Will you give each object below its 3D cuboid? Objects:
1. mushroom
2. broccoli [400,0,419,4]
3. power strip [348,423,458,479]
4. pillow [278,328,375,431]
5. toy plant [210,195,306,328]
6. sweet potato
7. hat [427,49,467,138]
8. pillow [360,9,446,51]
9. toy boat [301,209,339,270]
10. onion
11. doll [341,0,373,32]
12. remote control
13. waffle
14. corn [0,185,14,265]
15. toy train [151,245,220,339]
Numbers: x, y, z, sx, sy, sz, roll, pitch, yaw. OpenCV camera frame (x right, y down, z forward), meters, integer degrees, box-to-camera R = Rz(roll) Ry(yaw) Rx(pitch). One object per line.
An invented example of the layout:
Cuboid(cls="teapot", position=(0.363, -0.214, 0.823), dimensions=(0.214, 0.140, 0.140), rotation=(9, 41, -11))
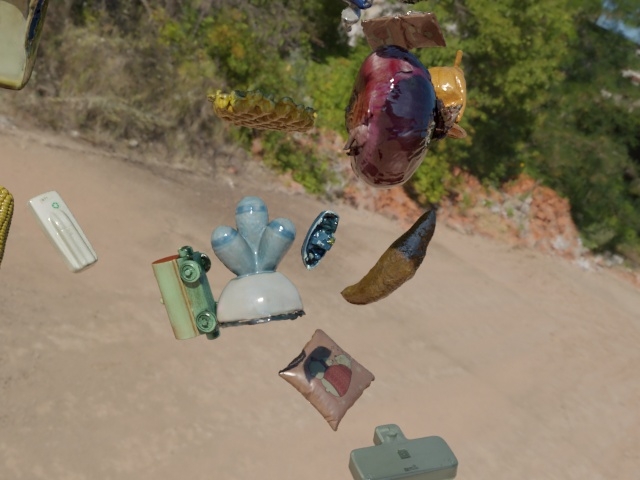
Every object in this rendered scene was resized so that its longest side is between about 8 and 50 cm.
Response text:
Cuboid(cls="mushroom", position=(-0.751, -0.530, 1.730), dimensions=(0.218, 0.292, 0.212), rotation=(17, 44, -14))
Cuboid(cls="broccoli", position=(0.277, -0.816, 2.159), dimensions=(0.270, 0.270, 0.270), rotation=(41, 10, -16))
Cuboid(cls="power strip", position=(0.198, 0.548, 1.922), dimensions=(0.265, 0.059, 0.193), rotation=(-5, 29, -18))
Cuboid(cls="pillow", position=(0.019, 0.389, 2.144), dimensions=(0.236, 0.084, 0.223), rotation=(43, 48, 7))
Cuboid(cls="toy plant", position=(-0.170, 0.049, 1.949), dimensions=(0.247, 0.332, 0.247), rotation=(-7, -4, 0))
Cuboid(cls="sweet potato", position=(0.187, 0.065, 1.918), dimensions=(0.092, 0.341, 0.114), rotation=(26, 28, -37))
Cuboid(cls="hat", position=(0.359, -0.444, 2.167), dimensions=(0.234, 0.233, 0.244), rotation=(25, -1, -11))
Cuboid(cls="pillow", position=(0.241, -0.613, 2.211), dimensions=(0.248, 0.049, 0.135), rotation=(1, -32, 32))
Cuboid(cls="toy boat", position=(0.000, 0.000, 1.627), dimensions=(0.060, 0.137, 0.061), rotation=(31, -2, -37))
Cuboid(cls="onion", position=(0.196, -0.294, 1.828), dimensions=(0.286, 0.347, 0.347), rotation=(3, 16, -2))
Cuboid(cls="doll", position=(0.095, -0.623, 1.862), dimensions=(0.114, 0.227, 0.057), rotation=(31, 36, 11))
Cuboid(cls="remote control", position=(-0.668, -0.024, 1.966), dimensions=(0.090, 0.049, 0.230), rotation=(-32, 87, -43))
Cuboid(cls="waffle", position=(-0.156, -0.339, 1.999), dimensions=(0.329, 0.062, 0.329), rotation=(9, -1, 0))
Cuboid(cls="corn", position=(-0.781, 0.016, 1.735), dimensions=(0.106, 0.305, 0.106), rotation=(7, -20, 3))
Cuboid(cls="toy train", position=(-0.383, 0.159, 2.172), dimensions=(0.177, 0.285, 0.116), rotation=(-12, 13, 16))
